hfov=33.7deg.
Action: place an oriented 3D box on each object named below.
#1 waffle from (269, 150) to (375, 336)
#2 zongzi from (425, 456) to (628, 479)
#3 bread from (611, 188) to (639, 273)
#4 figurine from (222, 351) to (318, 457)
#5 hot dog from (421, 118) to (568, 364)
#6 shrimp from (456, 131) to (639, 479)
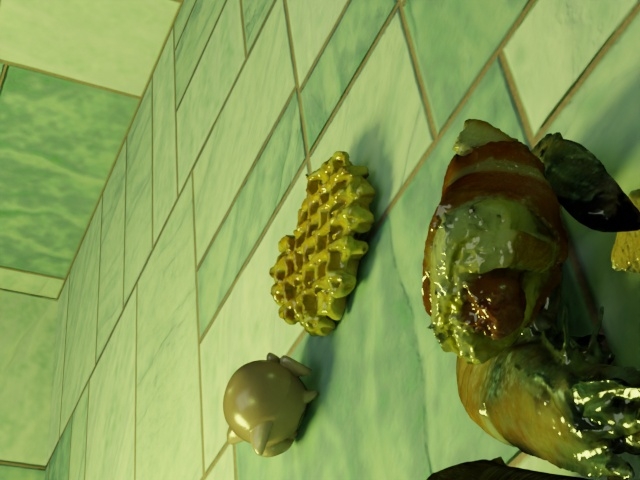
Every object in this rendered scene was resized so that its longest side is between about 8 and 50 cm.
[{"bbox_3d":[0.001,0.000,1.442,0.249,0.056,0.253,-147,70,-66],"label":"waffle"},{"bbox_3d":[0.188,0.294,0.798,0.247,0.111,0.241,-13,83,59],"label":"zongzi"},{"bbox_3d":[0.268,-0.004,0.827,0.083,0.035,0.070,13,90,65],"label":"bread"},{"bbox_3d":[-0.072,0.221,1.426,0.125,0.125,0.138,-14,50,66],"label":"figurine"},{"bbox_3d":[0.136,-0.002,0.809,0.213,0.103,0.146,-70,-16,-51],"label":"hot dog"},{"bbox_3d":[0.200,0.052,0.844,0.445,0.085,0.272,-141,62,-78],"label":"shrimp"}]
